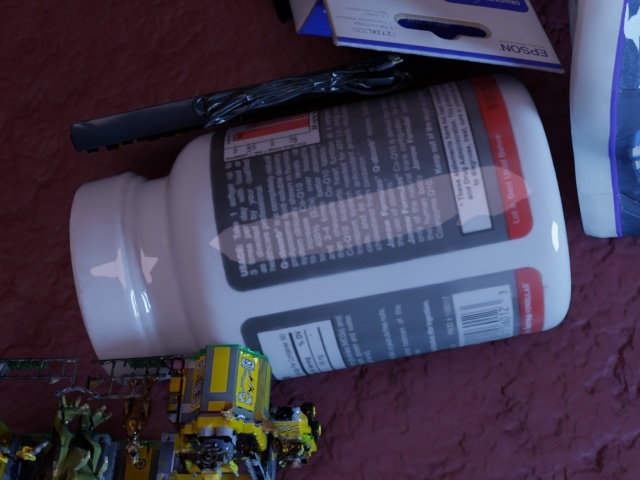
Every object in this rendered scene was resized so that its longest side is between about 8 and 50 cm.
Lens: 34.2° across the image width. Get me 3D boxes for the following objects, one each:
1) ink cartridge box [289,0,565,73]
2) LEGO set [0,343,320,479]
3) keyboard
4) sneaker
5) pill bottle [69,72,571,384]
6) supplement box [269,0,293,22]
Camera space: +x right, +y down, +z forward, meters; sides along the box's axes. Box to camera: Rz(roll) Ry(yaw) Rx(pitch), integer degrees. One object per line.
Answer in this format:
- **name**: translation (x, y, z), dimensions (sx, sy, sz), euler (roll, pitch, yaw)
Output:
- **ink cartridge box**: translation (0.056, -0.241, 0.846), dimensions (0.176, 0.069, 0.371), euler (4, 44, -17)
- **LEGO set**: translation (-0.167, 0.214, 0.790), dimensions (0.331, 0.255, 0.192), euler (2, 56, 0)
- **keyboard**: translation (-0.045, -0.115, 0.849), dimensions (0.317, 0.201, 0.033), euler (-15, 99, -12)
- **sneaker**: translation (0.308, -0.109, 0.771), dimensions (0.236, 0.323, 0.130), euler (-2, 56, 15)
- **pill bottle**: translation (0.000, 0.000, 0.839), dimensions (0.363, 0.210, 0.210), euler (-11, 77, 4)
- **supplement box**: translation (-0.037, -0.264, 0.965), dimensions (0.056, 0.083, 0.083), euler (-29, 77, -1)
